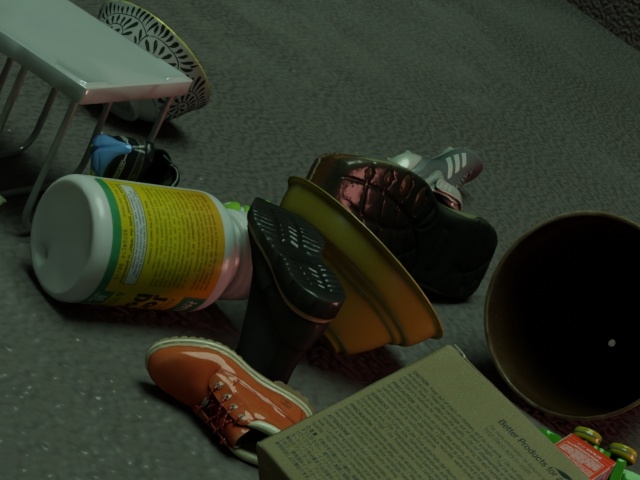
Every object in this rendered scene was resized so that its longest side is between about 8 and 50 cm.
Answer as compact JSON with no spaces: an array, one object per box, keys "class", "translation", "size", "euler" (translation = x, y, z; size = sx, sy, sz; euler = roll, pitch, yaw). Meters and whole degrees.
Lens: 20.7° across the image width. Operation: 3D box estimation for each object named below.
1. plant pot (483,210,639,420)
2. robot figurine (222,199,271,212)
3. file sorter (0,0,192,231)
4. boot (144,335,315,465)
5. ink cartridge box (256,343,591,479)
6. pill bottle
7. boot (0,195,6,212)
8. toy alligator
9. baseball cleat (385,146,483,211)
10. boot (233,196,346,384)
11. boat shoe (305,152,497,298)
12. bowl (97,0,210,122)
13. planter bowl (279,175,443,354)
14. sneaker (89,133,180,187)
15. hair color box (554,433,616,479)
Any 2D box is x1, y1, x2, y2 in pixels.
[{"class":"plant pot","translation":[0.317,0.089,1.883],"size":[0.215,0.215,0.230],"euler":[36,9,26]},{"class":"robot figurine","translation":[-0.071,0.001,1.805],"size":[0.115,0.067,0.101],"euler":[21,34,-12]},{"class":"file sorter","translation":[-0.313,-0.152,1.746],"size":[0.278,0.173,0.193],"euler":[33,21,19]},{"class":"boot","translation":[-0.082,0.137,1.479],"size":[0.158,0.059,0.084],"euler":[26,25,-1]},{"class":"ink cartridge box","translation":[0.092,0.210,1.338],"size":[0.193,0.088,0.235],"euler":[-24,45,-23]},{"class":"pill bottle","translation":[-0.153,0.006,1.626],"size":[0.208,0.117,0.117],"euler":[6,27,-41]},{"class":"boot","translation":[-0.374,-0.021,1.490],"size":[0.165,0.077,0.213],"euler":[38,36,-5]},{"class":"toy alligator","translation":[0.286,0.231,1.686],"size":[0.190,0.056,0.051],"euler":[25,-20,0]},{"class":"baseball cleat","translation":[0.161,-0.068,2.269],"size":[0.206,0.072,0.109],"euler":[-8,52,-49]},{"class":"boot","translation":[-0.053,0.057,1.584],"size":[0.077,0.137,0.198],"euler":[21,21,-19]},{"class":"boat shoe","translation":[0.070,-0.020,1.923],"size":[0.120,0.122,0.324],"euler":[29,0,37]},{"class":"bowl","translation":[-0.219,-0.193,2.051],"size":[0.170,0.170,0.080],"euler":[33,66,20]},{"class":"planter bowl","translation":[0.012,0.046,1.705],"size":[0.217,0.090,0.217],"euler":[45,-11,11]},{"class":"sneaker","translation":[-0.173,-0.047,1.706],"size":[0.078,0.067,0.188],"euler":[-1,-22,6]},{"class":"hair color box","translation":[0.187,0.233,1.499],"size":[0.053,0.093,0.167],"euler":[33,22,22]}]
